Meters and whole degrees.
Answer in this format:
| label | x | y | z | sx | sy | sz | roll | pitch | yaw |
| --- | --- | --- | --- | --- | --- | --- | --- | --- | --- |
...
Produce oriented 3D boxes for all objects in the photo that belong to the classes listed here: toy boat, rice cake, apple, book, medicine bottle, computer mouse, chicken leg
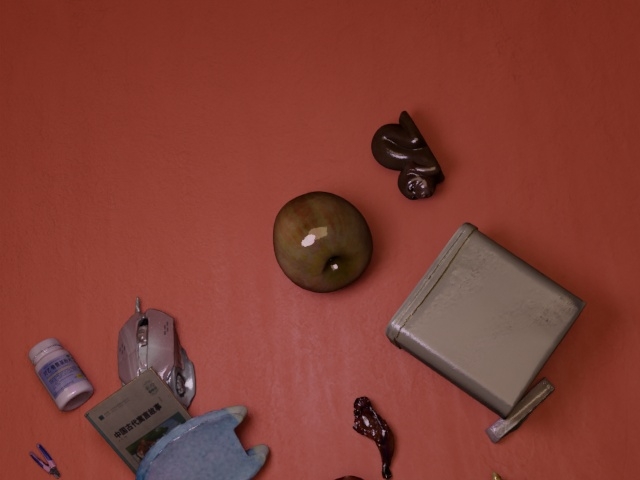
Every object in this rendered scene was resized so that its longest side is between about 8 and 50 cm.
| label | x | y | z | sx | sy | sz | roll | pitch | yaw |
| --- | --- | --- | --- | --- | --- | --- | --- | --- | --- |
| toy boat | -0.303 | 0.549 | 1.693 | 0.330 | 0.123 | 0.215 | -31 | 100 | -13 |
| rice cake | 0.489 | 0.416 | 1.651 | 0.207 | 0.036 | 0.047 | -42 | 58 | -4 |
| apple | 0.000 | 0.000 | 1.756 | 0.257 | 0.257 | 0.234 | -33 | 41 | -1 |
| book | -0.429 | 0.486 | 1.716 | 0.215 | 0.025 | 0.282 | -36 | 104 | 0 |
| medicine bottle | -0.706 | 0.362 | 1.831 | 0.103 | 0.103 | 0.186 | -40 | 71 | -4 |
| computer mouse | -0.452 | 0.322 | 1.797 | 0.200 | 0.115 | 0.389 | -16 | 72 | 1 |
| chicken leg | 0.139 | 0.486 | 1.682 | 0.093 | 0.053 | 0.205 | -41 | 62 | 20 |

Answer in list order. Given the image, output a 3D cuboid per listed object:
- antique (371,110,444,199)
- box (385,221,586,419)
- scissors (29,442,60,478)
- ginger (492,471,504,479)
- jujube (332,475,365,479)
| label | x | y | z | sx | sy | sz | roll | pitch | yaw |
| --- | --- | --- | --- | --- | --- | --- | --- | --- | --- |
| antique | 0.236 | -0.219 | 1.839 | 0.143 | 0.121 | 0.256 | -32 | 71 | 7 |
| box | 0.401 | 0.196 | 1.648 | 0.344 | 0.177 | 0.352 | 35 | 82 | 20 |
| scissors | -0.738 | 0.597 | 1.814 | 0.113 | 0.012 | 0.039 | 40 | 84 | 18 |
| ginger | 0.443 | 0.641 | 1.556 | 0.157 | 0.102 | 0.216 | -19 | 71 | -4 |
| jujube | 0.082 | 0.682 | 1.570 | 0.190 | 0.190 | 0.255 | -31 | 80 | -1 |
